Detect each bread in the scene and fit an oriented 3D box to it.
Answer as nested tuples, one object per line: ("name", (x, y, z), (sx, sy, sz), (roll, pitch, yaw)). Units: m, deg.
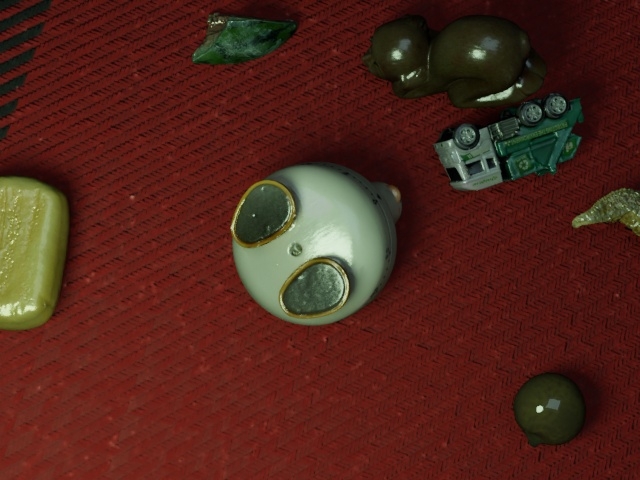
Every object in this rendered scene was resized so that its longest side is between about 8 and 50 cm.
("bread", (-0.428, 0.019, 1.712), (0.147, 0.098, 0.217), (10, 77, -3))

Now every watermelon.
("watermelon", (-0.106, -0.314, 1.817), (0.155, 0.101, 0.080), (5, 68, -14))

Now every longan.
("longan", (0.328, 0.245, 1.749), (0.113, 0.092, 0.113), (-3, 105, -12))

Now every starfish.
("starfish", (0.568, 0.015, 1.814), (0.301, 0.084, 0.293), (-30, 77, -27))

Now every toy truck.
("toy truck", (0.285, -0.139, 1.807), (0.216, 0.110, 0.116), (-20, 94, -9))

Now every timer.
("timer", (0.000, 0.000, 1.732), (0.234, 0.240, 0.233), (3, 98, 20))

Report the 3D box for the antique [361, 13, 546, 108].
("antique", (0.185, -0.268, 1.771), (0.257, 0.143, 0.121), (11, 79, 30))
